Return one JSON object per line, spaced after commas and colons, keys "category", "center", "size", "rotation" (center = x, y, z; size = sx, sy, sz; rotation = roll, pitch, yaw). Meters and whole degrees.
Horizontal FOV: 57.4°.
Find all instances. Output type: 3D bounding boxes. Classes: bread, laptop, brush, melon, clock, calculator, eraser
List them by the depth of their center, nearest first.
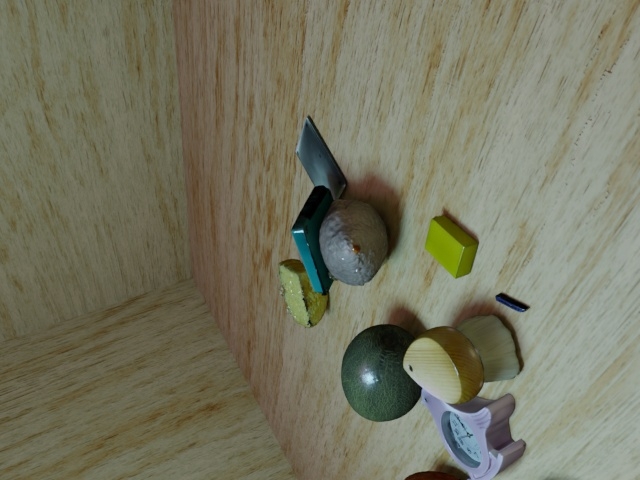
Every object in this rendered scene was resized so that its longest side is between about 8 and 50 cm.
{"category": "eraser", "center": [0.300, 0.013, 1.353], "size": [0.122, 0.045, 0.097], "rotation": [49, 148, 42]}
{"category": "brush", "center": [0.313, 0.268, 1.364], "size": [0.266, 0.166, 0.174], "rotation": [-19, 91, 66]}
{"category": "clock", "center": [0.379, 0.445, 1.458], "size": [0.275, 0.080, 0.290], "rotation": [58, 152, 26]}
{"category": "melon", "center": [0.176, 0.375, 1.643], "size": [0.237, 0.237, 0.302], "rotation": [50, 148, 39]}
{"category": "calculator", "center": [0.000, 0.000, 1.715], "size": [0.058, 0.274, 0.248], "rotation": [-7, 122, 24]}
{"category": "laptop", "center": [-0.004, -0.234, 1.851], "size": [0.269, 0.015, 0.188], "rotation": [62, 155, 19]}
{"category": "bread", "center": [-0.052, 0.175, 2.108], "size": [0.160, 0.147, 0.261], "rotation": [14, 124, 52]}

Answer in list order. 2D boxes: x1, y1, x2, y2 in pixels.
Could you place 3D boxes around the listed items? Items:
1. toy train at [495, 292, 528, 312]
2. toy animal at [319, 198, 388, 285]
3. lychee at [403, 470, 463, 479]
{"category": "toy train", "center": [0.408, 0.136, 1.245], "size": [0.083, 0.017, 0.017], "rotation": [32, 137, 55]}
{"category": "toy animal", "center": [0.091, 0.009, 1.586], "size": [0.358, 0.188, 0.227], "rotation": [-69, -33, -76]}
{"category": "lychee", "center": [0.307, 0.777, 1.653], "size": [0.300, 0.255, 0.255], "rotation": [-33, 74, 29]}
